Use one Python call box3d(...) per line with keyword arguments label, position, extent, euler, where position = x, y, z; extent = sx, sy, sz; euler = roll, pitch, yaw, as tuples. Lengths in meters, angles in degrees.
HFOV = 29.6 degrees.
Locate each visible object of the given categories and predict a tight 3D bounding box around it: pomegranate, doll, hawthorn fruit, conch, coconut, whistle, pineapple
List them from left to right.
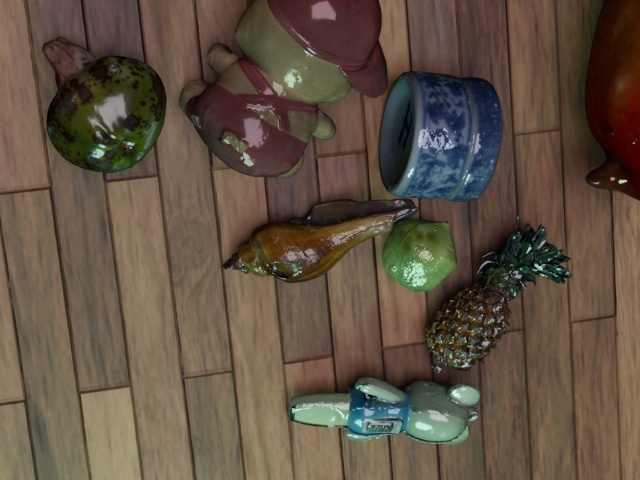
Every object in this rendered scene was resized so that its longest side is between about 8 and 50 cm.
box3d(label="pomegranate", position=(-0.247, -0.153, 1.327), extent=(0.138, 0.125, 0.163), euler=(-41, 105, 12))
box3d(label="doll", position=(-0.030, -0.193, 1.349), extent=(0.196, 0.152, 0.256), euler=(18, 116, -45))
box3d(label="conch", position=(-0.001, 0.003, 1.426), extent=(0.232, 0.086, 0.080), euler=(-16, 127, -7))
box3d(label="whistle", position=(0.079, 0.208, 1.492), extent=(0.235, 0.077, 0.114), euler=(3, 133, -6))
box3d(label="coconut", position=(0.123, 0.014, 1.456), extent=(0.087, 0.088, 0.096), euler=(34, 98, -15))
box3d(label="pineapple", position=(0.213, 0.080, 1.484), extent=(0.103, 0.083, 0.221), euler=(41, 91, 0))
box3d(label="hawthorn fruit", position=(0.451, -0.187, 1.389), extent=(0.295, 0.295, 0.312), euler=(6, 101, -12))

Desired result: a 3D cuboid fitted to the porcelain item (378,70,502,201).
box3d(label="porcelain item", position=(0.140, -0.119, 1.399), extent=(0.114, 0.147, 0.147), euler=(5, 100, -14))
